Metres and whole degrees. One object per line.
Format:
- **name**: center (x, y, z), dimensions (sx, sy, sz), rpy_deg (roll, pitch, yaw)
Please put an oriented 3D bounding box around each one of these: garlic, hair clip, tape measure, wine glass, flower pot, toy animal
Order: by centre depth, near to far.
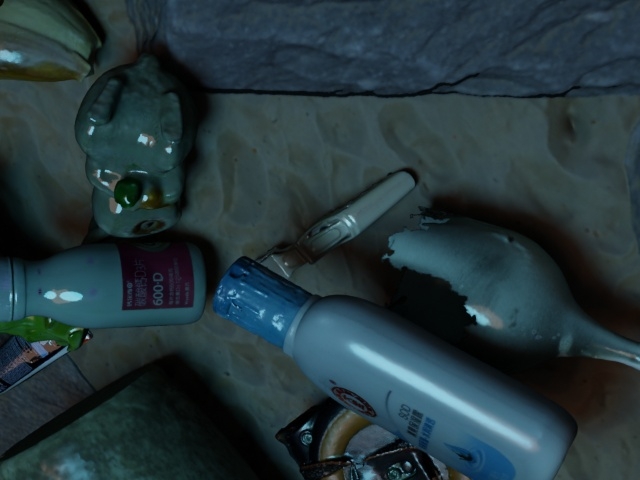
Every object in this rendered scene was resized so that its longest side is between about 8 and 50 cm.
- **wine glass**: center (0.209, 0.073, 0.939), dimensions (0.321, 0.143, 0.143), rpy_deg (18, 121, 18)
- **hair clip**: center (0.000, 0.000, 1.037), dimensions (0.226, 0.072, 0.034), rpy_deg (-32, 101, 33)
- **tape measure**: center (0.083, 0.224, 1.071), dimensions (0.223, 0.135, 0.202), rpy_deg (-35, 88, 29)
- **garlic**: center (-0.334, -0.216, 1.073), dimensions (0.207, 0.128, 0.115), rpy_deg (0, 91, 33)
- **toy animal**: center (-0.194, -0.064, 1.084), dimensions (0.125, 0.127, 0.251), rpy_deg (38, 142, 12)
- **flower pot**: center (-0.189, 0.329, 1.169), dimensions (0.294, 0.293, 0.330), rpy_deg (-27, 96, 33)

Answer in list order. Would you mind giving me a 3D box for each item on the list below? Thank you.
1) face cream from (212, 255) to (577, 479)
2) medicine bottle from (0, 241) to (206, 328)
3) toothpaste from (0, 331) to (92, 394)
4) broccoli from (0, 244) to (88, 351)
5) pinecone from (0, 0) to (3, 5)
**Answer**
- **face cream**: center (0.058, 0.116, 0.928), dimensions (0.337, 0.080, 0.163), rpy_deg (28, 157, 13)
- **medicine bottle**: center (-0.233, 0.048, 1.089), dimensions (0.217, 0.090, 0.090), rpy_deg (-1, 123, -22)
- **toothpaste**: center (-0.368, 0.143, 1.298), dimensions (0.193, 0.045, 0.071), rpy_deg (-38, 97, 22)
- **broccoli**: center (-0.407, 0.073, 1.163), dimensions (0.298, 0.297, 0.297), rpy_deg (14, 122, -6)
- **pinecone**: center (-0.270, -0.373, 0.808), dimensions (0.398, 0.398, 0.397), rpy_deg (11, 118, 20)
